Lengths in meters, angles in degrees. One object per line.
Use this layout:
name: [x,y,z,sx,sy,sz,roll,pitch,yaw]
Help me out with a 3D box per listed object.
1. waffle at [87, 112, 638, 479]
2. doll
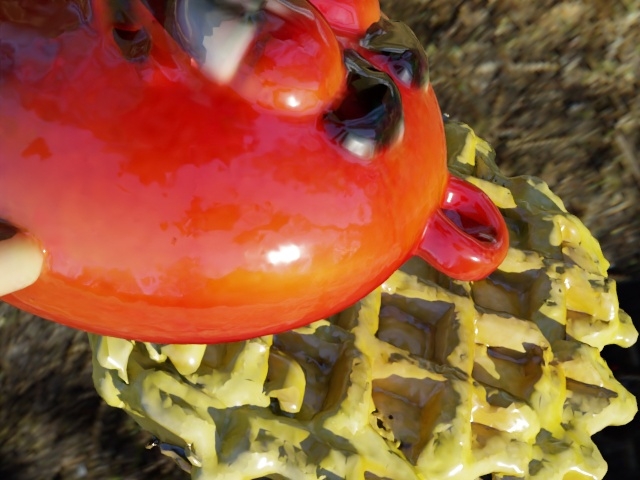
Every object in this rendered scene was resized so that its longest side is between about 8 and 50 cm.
waffle: [-0.002,0.002,0.733,0.262,0.060,0.280,-13,58,-43]
doll: [-0.063,-0.036,0.406,0.217,0.085,0.183,21,37,16]
